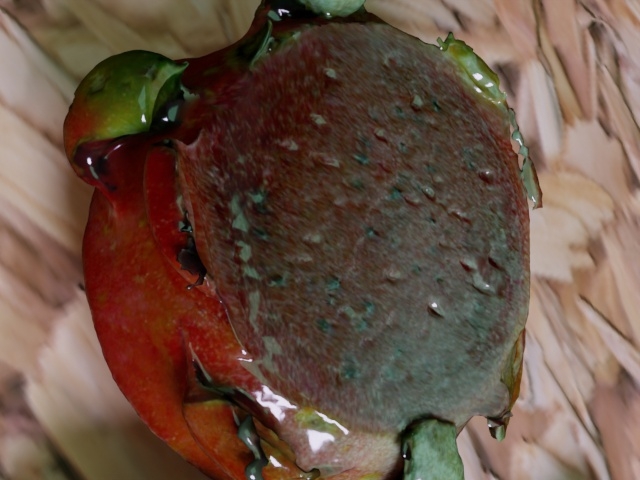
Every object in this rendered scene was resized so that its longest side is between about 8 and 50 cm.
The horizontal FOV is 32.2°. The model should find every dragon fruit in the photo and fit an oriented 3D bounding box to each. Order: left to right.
[{"bbox_3d":[0.000,0.000,0.558,0.269,0.130,0.295,7,71,-29],"label":"dragon fruit"}]
